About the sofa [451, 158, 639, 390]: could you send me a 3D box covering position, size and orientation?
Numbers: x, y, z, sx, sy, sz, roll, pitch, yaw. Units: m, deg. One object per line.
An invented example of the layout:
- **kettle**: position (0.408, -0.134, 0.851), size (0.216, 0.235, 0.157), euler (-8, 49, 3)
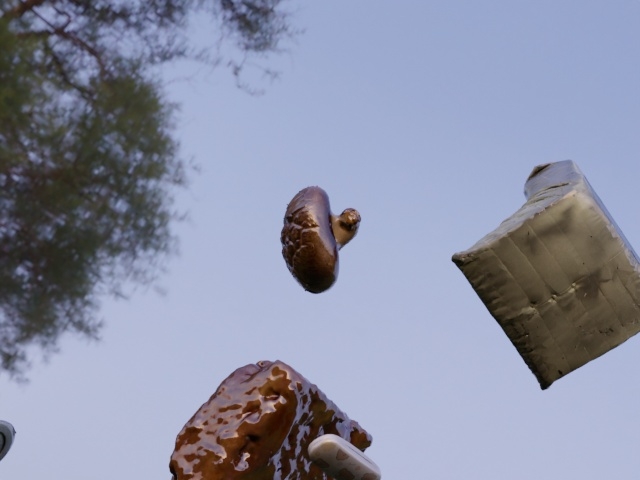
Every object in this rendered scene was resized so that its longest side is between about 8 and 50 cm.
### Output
- **sofa**: position (0.291, 0.032, 1.184), size (0.176, 0.225, 0.210), euler (-34, -82, 16)

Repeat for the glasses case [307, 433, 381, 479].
- **glasses case**: position (0.043, 0.386, 1.663), size (0.063, 0.041, 0.164), euler (-35, -54, 17)

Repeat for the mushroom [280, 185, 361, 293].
- **mushroom**: position (-0.008, -0.001, 1.133), size (0.085, 0.126, 0.109), euler (10, -33, -32)

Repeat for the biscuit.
- **biscuit**: position (-0.101, 0.420, 1.832), size (0.166, 0.343, 0.395), euler (30, -13, 38)

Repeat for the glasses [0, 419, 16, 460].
- **glasses**: position (-0.517, 0.172, 1.279), size (0.268, 0.118, 0.234), euler (37, -39, 37)
